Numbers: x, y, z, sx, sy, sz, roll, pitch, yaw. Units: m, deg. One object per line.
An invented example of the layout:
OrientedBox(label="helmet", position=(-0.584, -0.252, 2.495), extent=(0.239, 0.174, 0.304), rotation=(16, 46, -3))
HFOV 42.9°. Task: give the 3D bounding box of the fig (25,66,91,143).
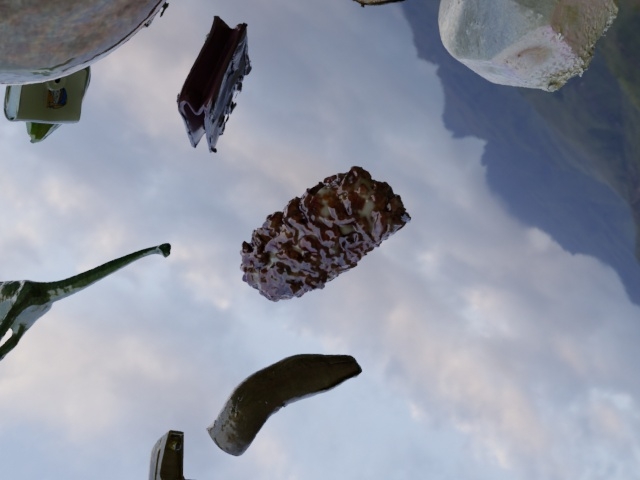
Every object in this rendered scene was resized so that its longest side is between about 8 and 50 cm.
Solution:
OrientedBox(label="fig", position=(-0.503, -0.308, 1.522), extent=(0.167, 0.167, 0.233), rotation=(1, -125, -54))

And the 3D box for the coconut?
OrientedBox(label="coconut", position=(0.376, -0.435, 1.506), extent=(0.309, 0.297, 0.297), rotation=(16, -142, -49))

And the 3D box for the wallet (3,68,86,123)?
OrientedBox(label="wallet", position=(-0.470, -0.256, 1.394), extent=(0.039, 0.110, 0.155), rotation=(18, -167, 20))

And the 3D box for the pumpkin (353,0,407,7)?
OrientedBox(label="pumpkin", position=(0.142, -0.590, 1.451), extent=(0.256, 0.303, 0.225), rotation=(20, -124, -20))

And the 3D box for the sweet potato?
OrientedBox(label="sweet potato", position=(-0.062, 0.260, 1.380), extent=(0.285, 0.085, 0.112), rotation=(-24, -84, -23))

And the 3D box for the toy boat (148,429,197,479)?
OrientedBox(label="toy boat", position=(-0.240, 0.427, 1.336), extent=(0.068, 0.088, 0.226), rotation=(26, -123, -52))

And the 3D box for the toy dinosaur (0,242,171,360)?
OrientedBox(label="toy dinosaur", position=(-0.502, 0.071, 1.428), extent=(0.301, 0.447, 0.087), rotation=(-57, -38, -28))

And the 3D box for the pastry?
OrientedBox(label="pastry", position=(-0.001, -0.002, 0.934), extent=(0.115, 0.208, 0.097), rotation=(57, -168, -7))

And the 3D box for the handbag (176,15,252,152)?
OrientedBox(label="handbag", position=(-0.196, -0.288, 1.514), extent=(0.074, 0.203, 0.216), rotation=(20, 166, 1))

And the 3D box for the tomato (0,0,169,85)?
OrientedBox(label="tomato", position=(-0.212, -0.244, 0.457), extent=(0.239, 0.303, 0.303), rotation=(-29, -105, -40))
